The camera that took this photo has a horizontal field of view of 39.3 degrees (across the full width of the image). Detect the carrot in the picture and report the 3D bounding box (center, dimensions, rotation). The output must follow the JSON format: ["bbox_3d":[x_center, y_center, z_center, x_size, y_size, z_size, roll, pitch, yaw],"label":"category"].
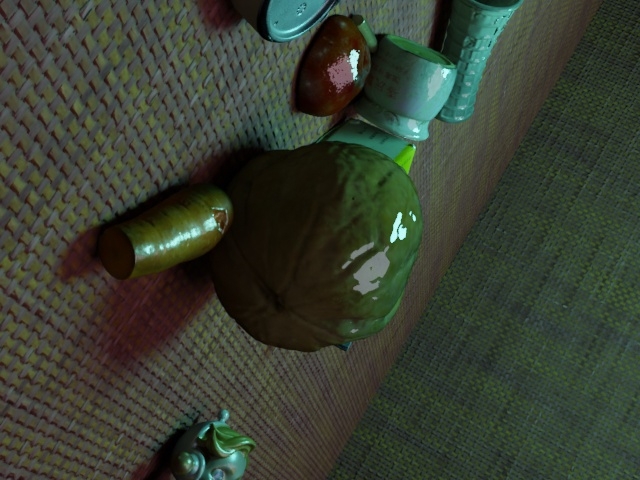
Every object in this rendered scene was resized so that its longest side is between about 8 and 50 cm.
[{"bbox_3d":[-0.179,-0.007,1.071,0.193,0.087,0.087,-38,151,-50],"label":"carrot"}]

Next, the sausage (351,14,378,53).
[{"bbox_3d":[0.072,-0.326,1.419,0.024,0.024,0.132,-62,164,0],"label":"sausage"}]

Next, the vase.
[{"bbox_3d":[0.297,-0.382,1.815,0.143,0.143,0.299,-48,161,-39],"label":"vase"}]

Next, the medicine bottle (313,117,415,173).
[{"bbox_3d":[0.054,-0.070,1.565,0.137,0.141,0.250,-49,159,-46],"label":"medicine bottle"}]

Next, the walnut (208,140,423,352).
[{"bbox_3d":[0.000,0.000,1.274,0.333,0.333,0.333,-54,161,-27],"label":"walnut"}]

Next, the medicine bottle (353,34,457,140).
[{"bbox_3d":[0.143,-0.258,1.522,0.147,0.147,0.143,-26,144,-63],"label":"medicine bottle"}]

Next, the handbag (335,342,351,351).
[{"bbox_3d":[0.046,0.094,1.783,0.221,0.144,0.057,-60,165,-13],"label":"handbag"}]

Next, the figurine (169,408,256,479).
[{"bbox_3d":[-0.229,0.427,1.531,0.194,0.133,0.274,29,95,-50],"label":"figurine"}]

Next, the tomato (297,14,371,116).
[{"bbox_3d":[0.031,-0.253,1.332,0.155,0.069,0.155,-53,160,-29],"label":"tomato"}]

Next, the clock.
[{"bbox_3d":[-0.024,-0.300,1.024,0.155,0.063,0.229,-42,166,3],"label":"clock"}]
